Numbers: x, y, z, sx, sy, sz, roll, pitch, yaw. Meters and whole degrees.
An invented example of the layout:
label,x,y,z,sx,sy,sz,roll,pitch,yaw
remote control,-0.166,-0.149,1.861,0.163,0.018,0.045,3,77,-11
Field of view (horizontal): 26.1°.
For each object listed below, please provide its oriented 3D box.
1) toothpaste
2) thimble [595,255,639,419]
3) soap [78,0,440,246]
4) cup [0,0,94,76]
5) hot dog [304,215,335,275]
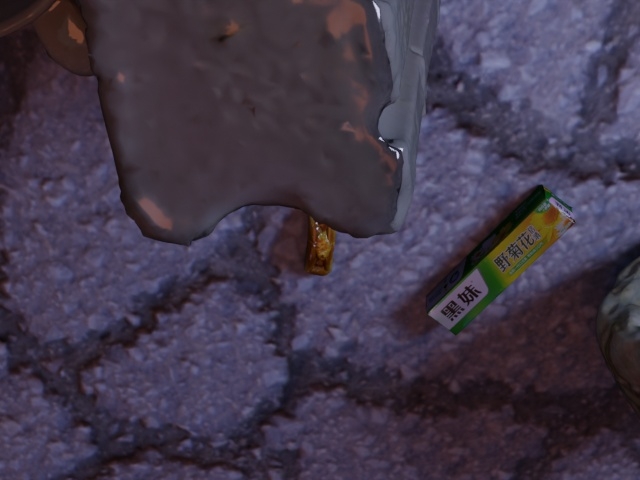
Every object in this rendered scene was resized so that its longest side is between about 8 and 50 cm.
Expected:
label,x,y,z,sx,sy,sz,roll,pitch,yaw
toothpaste,0.182,0.021,1.407,0.043,0.037,0.178,37,113,-18
thimble,0.426,0.102,1.303,0.291,0.291,0.195,-24,114,14
soap,-0.028,-0.240,1.053,0.213,0.435,0.350,-2,122,8
cup,-0.256,-0.278,1.136,0.227,0.257,0.301,-32,112,19
hot dog,0.000,0.000,1.402,0.030,0.034,0.090,5,119,0
